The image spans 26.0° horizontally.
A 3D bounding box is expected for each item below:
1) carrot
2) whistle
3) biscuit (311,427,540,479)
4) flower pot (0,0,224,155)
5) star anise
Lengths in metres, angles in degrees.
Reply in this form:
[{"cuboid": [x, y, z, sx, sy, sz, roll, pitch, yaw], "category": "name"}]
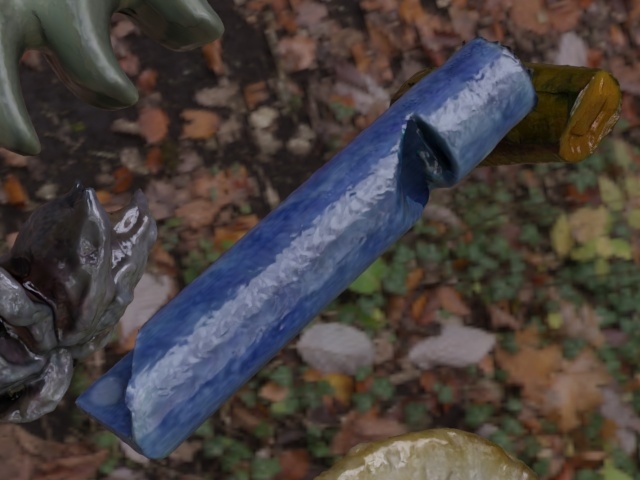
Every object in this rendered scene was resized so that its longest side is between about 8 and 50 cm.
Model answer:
[{"cuboid": [0.133, -0.091, 1.018, 0.082, 0.173, 0.082, -10, 104, -46], "category": "carrot"}, {"cuboid": [0.000, 0.000, 0.738, 0.304, 0.062, 0.062, -42, 112, -23], "category": "whistle"}, {"cuboid": [0.046, 0.195, 0.662, 0.219, 0.033, 0.220, -4, 97, -32], "category": "biscuit"}, {"cuboid": [-0.137, -0.224, 0.744, 0.254, 0.164, 0.368, 31, 85, -18], "category": "flower pot"}, {"cuboid": [-0.244, 0.073, 1.256, 0.139, 0.316, 0.359, 50, 35, 7], "category": "star anise"}]
